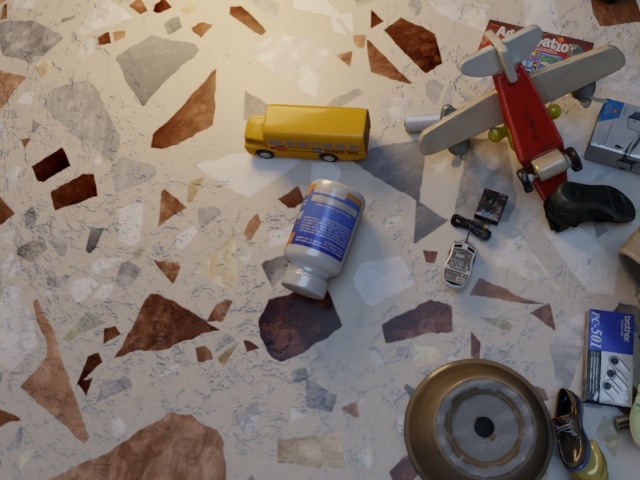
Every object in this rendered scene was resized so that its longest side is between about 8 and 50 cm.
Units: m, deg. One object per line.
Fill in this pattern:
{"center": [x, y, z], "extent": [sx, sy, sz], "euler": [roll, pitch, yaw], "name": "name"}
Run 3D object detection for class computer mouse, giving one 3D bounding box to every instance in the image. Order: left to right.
{"center": [0.343, 0.034, 1.550], "extent": [0.106, 0.042, 0.193], "euler": [20, 71, 11], "name": "computer mouse"}

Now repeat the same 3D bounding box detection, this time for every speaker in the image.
{"center": [0.288, -0.315, 1.666], "extent": [0.136, 0.055, 0.055], "euler": [-3, 72, 10], "name": "speaker"}

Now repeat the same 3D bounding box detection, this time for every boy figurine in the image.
{"center": [0.559, 0.559, 1.303], "extent": [0.177, 0.092, 0.285], "euler": [-2, 69, -11], "name": "boy figurine"}

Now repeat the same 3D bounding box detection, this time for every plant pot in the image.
{"center": [0.326, 0.389, 1.309], "extent": [0.323, 0.280, 0.323], "euler": [-3, 71, 10], "name": "plant pot"}

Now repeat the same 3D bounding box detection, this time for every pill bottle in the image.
{"center": [0.000, 0.000, 1.561], "extent": [0.152, 0.152, 0.272], "euler": [17, 75, 15], "name": "pill bottle"}

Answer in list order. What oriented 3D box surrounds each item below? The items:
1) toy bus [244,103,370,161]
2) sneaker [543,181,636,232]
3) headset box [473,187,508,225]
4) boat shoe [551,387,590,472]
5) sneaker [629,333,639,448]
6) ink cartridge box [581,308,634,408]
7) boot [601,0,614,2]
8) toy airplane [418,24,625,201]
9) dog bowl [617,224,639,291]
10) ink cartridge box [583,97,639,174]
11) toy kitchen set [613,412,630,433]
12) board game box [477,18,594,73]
{"center": [-0.039, -0.285, 1.674], "extent": [0.333, 0.130, 0.108], "euler": [5, 73, 12], "name": "toy bus"}
{"center": [0.630, -0.073, 1.517], "extent": [0.227, 0.130, 0.087], "euler": [5, 66, -17], "name": "sneaker"}
{"center": [0.422, -0.080, 1.576], "extent": [0.062, 0.032, 0.083], "euler": [22, 75, 16], "name": "headset box"}
{"center": [0.521, 0.397, 1.345], "extent": [0.066, 0.066, 0.183], "euler": [-27, 30, 32], "name": "boat shoe"}
{"center": [0.686, 0.296, 1.307], "extent": [0.094, 0.151, 0.256], "euler": [1, 45, 41], "name": "sneaker"}
{"center": [0.641, 0.262, 1.417], "extent": [0.097, 0.046, 0.207], "euler": [6, 73, 11], "name": "ink cartridge box"}
{"center": [0.784, -0.781, 1.649], "extent": [0.094, 0.207, 0.246], "euler": [18, 77, 15], "name": "boot"}
{"center": [0.471, -0.325, 1.524], "extent": [0.386, 0.272, 0.384], "euler": [19, 108, 2], "name": "toy airplane"}
{"center": [0.754, 0.110, 1.302], "extent": [0.102, 0.349, 0.349], "euler": [-38, 69, 10], "name": "dog bowl"}
{"center": [0.763, -0.247, 1.545], "extent": [0.191, 0.082, 0.139], "euler": [20, 76, 17], "name": "ink cartridge box"}
{"center": [0.683, 0.418, 1.350], "extent": [0.075, 0.083, 0.068], "euler": [-16, 111, 5], "name": "toy kitchen set"}
{"center": [0.564, -0.494, 1.690], "extent": [0.281, 0.027, 0.145], "euler": [19, 75, 16], "name": "board game box"}
